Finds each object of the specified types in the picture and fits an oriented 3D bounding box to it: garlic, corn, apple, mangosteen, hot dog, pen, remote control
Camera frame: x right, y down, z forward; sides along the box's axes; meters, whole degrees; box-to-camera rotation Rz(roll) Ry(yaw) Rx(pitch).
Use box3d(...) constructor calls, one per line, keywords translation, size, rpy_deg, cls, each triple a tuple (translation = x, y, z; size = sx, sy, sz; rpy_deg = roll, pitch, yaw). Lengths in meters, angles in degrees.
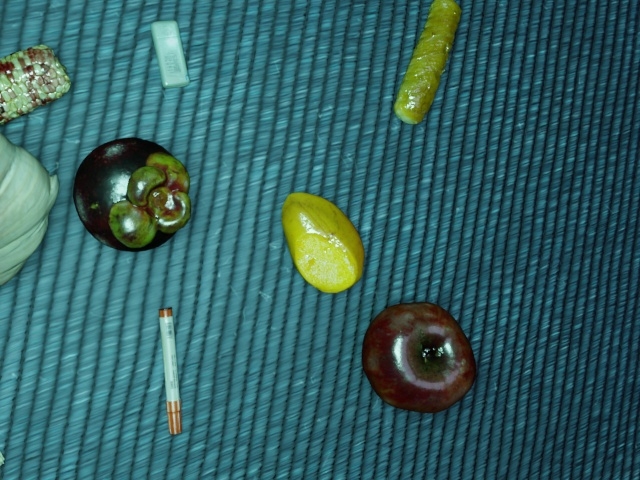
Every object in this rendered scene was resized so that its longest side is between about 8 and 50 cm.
box3d(translation=(-0.570, -0.057, 0.937), size=(0.322, 0.241, 0.321), rpy_deg=(-12, 123, -19), cls="garlic")
box3d(translation=(-0.556, -0.227, 1.032), size=(0.290, 0.098, 0.098), rpy_deg=(-31, 101, -14), cls="corn")
box3d(translation=(0.184, 0.229, 1.241), size=(0.234, 0.234, 0.233), rpy_deg=(0, 91, -20), cls="apple")
box3d(translation=(-0.314, -0.078, 1.066), size=(0.210, 0.210, 0.209), rpy_deg=(0, 91, -20), cls="mangosteen")
box3d(translation=(0.229, -0.386, 1.334), size=(0.088, 0.061, 0.285), rpy_deg=(16, 84, -8), cls="hot dog")
box3d(translation=(-0.280, 0.244, 1.173), size=(0.028, 0.028, 0.238), rpy_deg=(-5, 92, -20), cls="pen")
box3d(translation=(-0.280, -0.347, 1.168), size=(0.053, 0.018, 0.124), rpy_deg=(-13, 95, -18), cls="remote control")

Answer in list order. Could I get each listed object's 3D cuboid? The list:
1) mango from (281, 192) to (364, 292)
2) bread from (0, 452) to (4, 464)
box3d(translation=(0.000, -0.001, 1.237), size=(0.141, 0.102, 0.217), rpy_deg=(-35, 100, 8), cls="mango")
box3d(translation=(-0.590, 0.369, 1.059), size=(0.083, 0.035, 0.070), rpy_deg=(-27, 98, -15), cls="bread")
